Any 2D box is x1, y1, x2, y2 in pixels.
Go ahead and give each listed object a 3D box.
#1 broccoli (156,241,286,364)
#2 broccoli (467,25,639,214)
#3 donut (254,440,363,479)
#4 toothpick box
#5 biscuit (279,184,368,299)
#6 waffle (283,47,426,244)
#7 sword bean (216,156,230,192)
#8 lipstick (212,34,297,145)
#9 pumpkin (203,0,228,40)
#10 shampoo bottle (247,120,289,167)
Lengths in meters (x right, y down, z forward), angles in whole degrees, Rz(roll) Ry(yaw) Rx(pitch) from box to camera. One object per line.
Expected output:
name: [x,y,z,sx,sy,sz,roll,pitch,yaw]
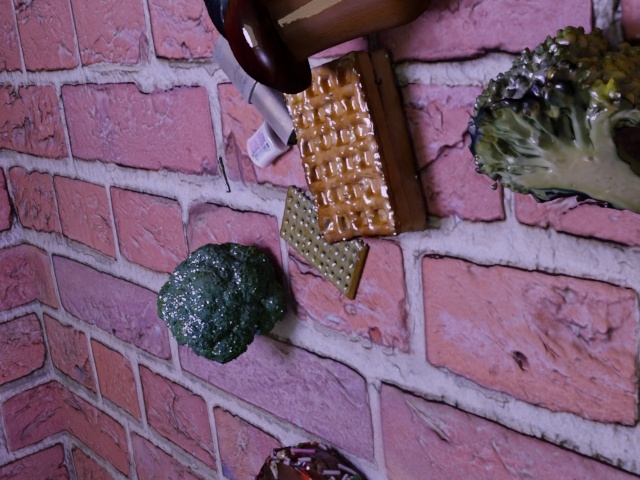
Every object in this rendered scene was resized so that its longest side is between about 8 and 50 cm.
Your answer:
broccoli: [-0.202,0.137,1.717,0.270,0.270,0.270,55,175,21]
broccoli: [0.324,-0.156,1.013,0.242,0.273,0.180,123,165,-57]
donut: [0.005,0.559,1.702,0.345,0.136,0.259,42,132,32]
toothpick box: [0.003,-0.341,1.196,0.295,0.192,0.192,-22,87,18]
biscuit: [0.000,0.000,1.563,0.231,0.016,0.139,42,136,34]
waffle: [0.056,-0.148,1.366,0.213,0.091,0.307,-8,98,53]
sword bean: [-0.213,-0.144,1.771,0.012,0.012,0.083,-8,99,53]
lipstick: [-0.103,-0.288,1.514,0.252,0.077,0.079,53,140,23]
pumpkin: [-0.106,-0.437,1.385,0.233,0.163,0.233,19,117,43]
shampoo bottle: [-0.107,-0.187,1.592,0.099,0.043,0.072,-36,76,53]
